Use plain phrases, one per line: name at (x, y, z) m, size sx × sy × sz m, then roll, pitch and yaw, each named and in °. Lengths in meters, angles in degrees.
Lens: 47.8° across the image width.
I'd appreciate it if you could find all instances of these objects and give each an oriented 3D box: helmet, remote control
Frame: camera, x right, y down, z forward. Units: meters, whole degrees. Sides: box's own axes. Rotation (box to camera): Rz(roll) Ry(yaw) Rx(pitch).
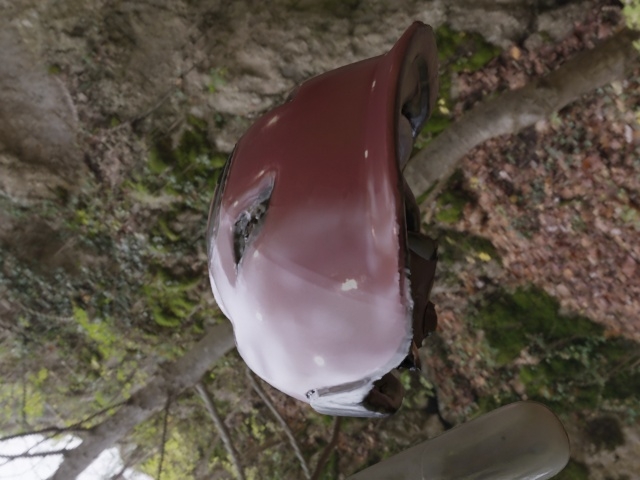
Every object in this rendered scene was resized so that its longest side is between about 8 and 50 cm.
helmet at (0.000, 0.000, 0.454) m, size 0.253 × 0.154 × 0.198 m, roll 69°, pitch -153°, yaw -49°
remote control at (0.109, 0.213, 0.635) m, size 0.073 × 0.229 × 0.044 m, roll 64°, pitch -171°, yaw 8°
